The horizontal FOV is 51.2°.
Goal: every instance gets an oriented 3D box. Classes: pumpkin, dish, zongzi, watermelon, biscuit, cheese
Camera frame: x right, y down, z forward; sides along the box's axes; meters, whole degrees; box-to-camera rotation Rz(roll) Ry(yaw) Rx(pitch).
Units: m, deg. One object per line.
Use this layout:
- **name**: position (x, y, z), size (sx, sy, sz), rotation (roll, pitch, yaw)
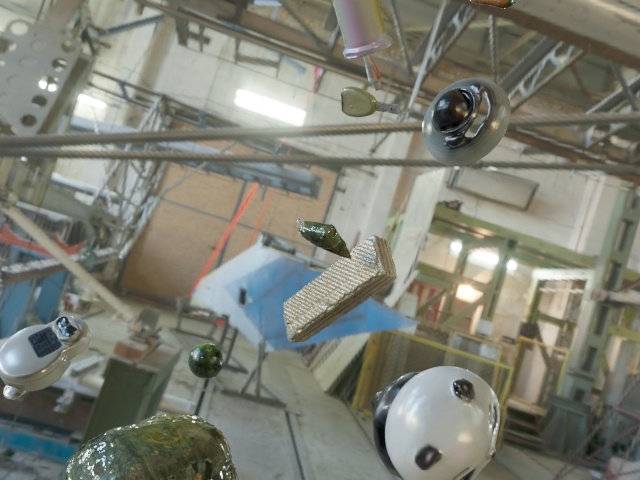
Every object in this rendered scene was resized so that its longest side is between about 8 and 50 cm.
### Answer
- **pumpkin**: position (-0.301, 0.450, 1.222), size (0.327, 0.291, 0.257), rotation (-19, 69, -47)
- **dish**: position (0.390, -0.362, 1.913), size (0.273, 0.274, 0.133), rotation (14, -8, 44)
- **zongzi**: position (0.000, 0.000, 1.792), size (0.154, 0.062, 0.130), rotation (13, -26, 44)
- **watermelon**: position (-0.336, 0.348, 1.939), size (0.105, 0.106, 0.062), rotation (17, -10, 10)
- **biscuit**: position (0.044, 0.152, 1.918), size (0.078, 0.144, 0.426), rotation (19, -43, -36)
- **cheese**: position (0.152, -0.409, 2.023), size (0.192, 0.097, 0.037), rotation (16, 40, 25)

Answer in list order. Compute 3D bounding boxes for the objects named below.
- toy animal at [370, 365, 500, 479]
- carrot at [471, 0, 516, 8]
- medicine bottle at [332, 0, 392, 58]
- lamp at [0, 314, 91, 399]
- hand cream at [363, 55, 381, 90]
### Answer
- **toy animal**: position (0.172, 0.280, 0.997), size (0.165, 0.187, 0.235), rotation (28, -17, -2)
- **carrot**: position (0.411, -0.578, 1.606), size (0.035, 0.035, 0.142), rotation (21, 4, -45)
- **medicine bottle**: position (0.042, -0.590, 1.339), size (0.108, 0.426, 0.108), rotation (-15, 24, 7)
- **lamp**: position (-0.694, 0.289, 1.687), size (0.179, 0.246, 0.108), rotation (44, -23, 35)
- **hand cream**: position (0.127, -0.506, 1.819), size (0.052, 0.038, 0.216), rotation (-112, 178, -51)
